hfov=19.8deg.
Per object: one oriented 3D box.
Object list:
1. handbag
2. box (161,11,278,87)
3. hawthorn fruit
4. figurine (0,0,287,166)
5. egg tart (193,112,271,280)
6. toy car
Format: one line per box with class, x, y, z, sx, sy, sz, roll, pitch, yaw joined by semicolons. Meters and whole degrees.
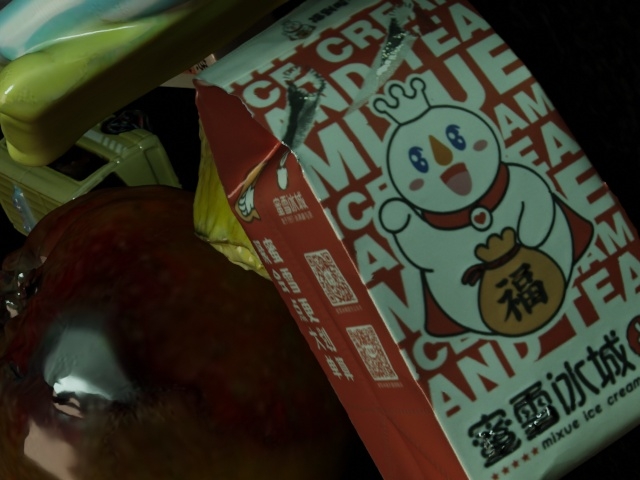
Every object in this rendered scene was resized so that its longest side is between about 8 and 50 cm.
handbag;0.063;-0.008;1.033;0.298;0.171;0.151;61;161;-5
box;-0.116;-0.178;1.282;0.201;0.058;0.141;12;133;58
hawthorn fruit;-0.111;0.118;1.365;0.325;0.308;0.308;49;159;-10
figurine;-0.152;-0.271;0.967;0.378;0.266;0.361;54;152;0
egg tart;0.000;0.000;1.206;0.252;0.098;0.232;36;171;18
toy car;-0.220;-0.059;1.571;0.256;0.124;0.101;24;142;50
